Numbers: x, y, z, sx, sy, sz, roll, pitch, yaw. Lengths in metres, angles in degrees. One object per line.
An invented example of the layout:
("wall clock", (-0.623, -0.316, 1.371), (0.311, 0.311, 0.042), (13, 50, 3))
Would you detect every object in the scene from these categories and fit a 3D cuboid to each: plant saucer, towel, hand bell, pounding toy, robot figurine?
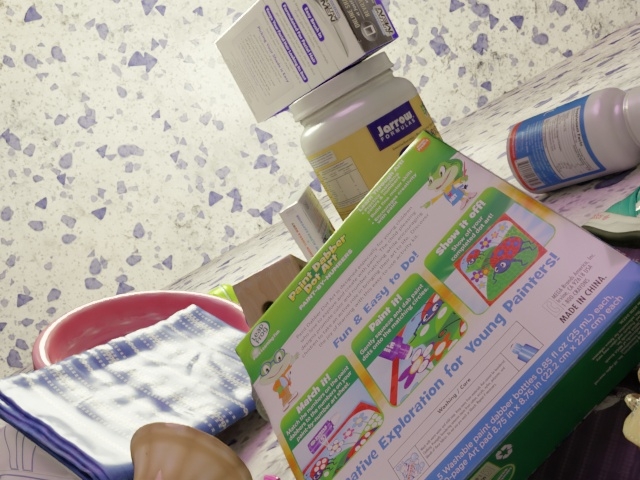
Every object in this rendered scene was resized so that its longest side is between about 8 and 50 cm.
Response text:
("plant saucer", (-0.247, 0.175, 0.969), (0.332, 0.084, 0.332), (3, 19, -1))
("towel", (-0.198, 0.170, 0.802), (0.243, 0.040, 0.336), (18, 23, 33))
("hand bell", (-0.155, 0.280, 0.518), (0.126, 0.126, 0.242), (-24, 23, 32))
("pounding toy", (-0.030, 0.117, 0.744), (0.094, 0.181, 0.206), (-29, -18, 10))
("robot figurine", (-0.239, 0.146, 1.515), (0.115, 0.067, 0.101), (-32, -3, -16))

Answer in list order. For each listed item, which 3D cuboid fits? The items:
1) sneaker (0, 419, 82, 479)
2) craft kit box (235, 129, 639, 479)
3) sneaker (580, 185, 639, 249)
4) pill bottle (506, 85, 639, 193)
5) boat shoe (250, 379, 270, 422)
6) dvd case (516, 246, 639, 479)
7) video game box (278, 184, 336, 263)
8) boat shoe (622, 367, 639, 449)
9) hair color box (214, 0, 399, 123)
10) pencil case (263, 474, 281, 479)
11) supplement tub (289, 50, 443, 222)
("sneaker", (-0.323, 0.282, 0.735), (0.297, 0.111, 0.129), (4, 39, 38))
("craft kit box", (0.065, 0.067, 0.460), (0.250, 0.061, 0.247), (-49, 38, 7))
("sneaker", (0.332, -0.016, 0.485), (0.178, 0.124, 0.295), (-39, 7, 6))
("pill bottle", (0.400, -0.152, 0.964), (0.124, 0.124, 0.221), (-37, 12, -36))
("boat shoe", (0.051, 0.133, 0.562), (0.320, 0.118, 0.103), (-14, 38, 37))
("dvd case", (0.171, 0.079, 0.387), (0.221, 0.018, 0.165), (4, 63, 53))
("video game box", (0.000, 0.000, 1.190), (0.048, 0.187, 0.205), (-32, 8, 10))
("boat shoe", (0.179, 0.068, 0.257), (0.120, 0.122, 0.324), (-40, 24, 41))
("hair color box", (-0.037, -0.365, 1.181), (0.110, 0.185, 0.338), (-35, 10, -36))
("pencil case", (-0.089, 0.255, 0.377), (0.236, 0.104, 0.104), (-36, 11, -28))
("supplement tub", (0.110, -0.153, 1.211), (0.241, 0.331, 0.241), (-29, 9, 5))
